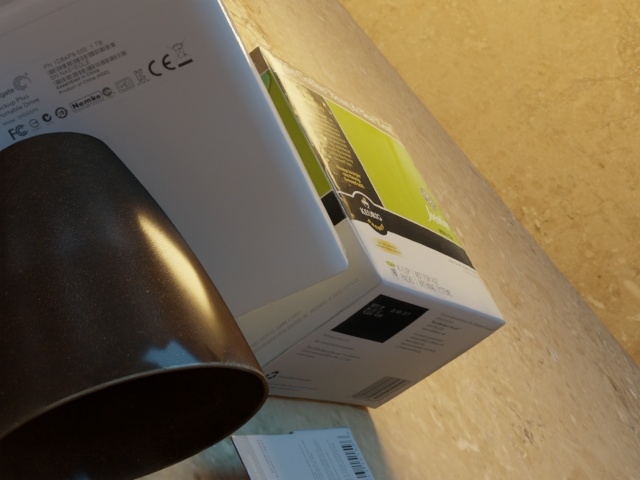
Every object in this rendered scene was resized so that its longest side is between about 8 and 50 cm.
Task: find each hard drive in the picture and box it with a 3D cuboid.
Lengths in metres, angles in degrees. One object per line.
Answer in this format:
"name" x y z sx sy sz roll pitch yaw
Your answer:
"hard drive" -0.149 -0.074 0.933 0.047 0.233 0.353 -102 167 -58

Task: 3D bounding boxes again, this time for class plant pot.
"plant pot" -0.176 0.042 0.825 0.215 0.215 0.230 20 43 -57

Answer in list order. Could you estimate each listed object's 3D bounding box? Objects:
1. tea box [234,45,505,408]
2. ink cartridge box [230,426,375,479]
"tea box" 0.000 0.000 1.307 0.329 0.220 0.323 21 38 -56
"ink cartridge box" 0.015 0.313 1.059 0.239 0.060 0.275 13 45 -60
